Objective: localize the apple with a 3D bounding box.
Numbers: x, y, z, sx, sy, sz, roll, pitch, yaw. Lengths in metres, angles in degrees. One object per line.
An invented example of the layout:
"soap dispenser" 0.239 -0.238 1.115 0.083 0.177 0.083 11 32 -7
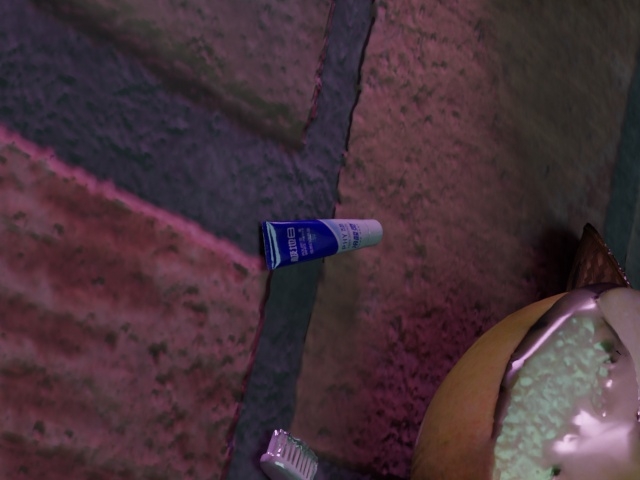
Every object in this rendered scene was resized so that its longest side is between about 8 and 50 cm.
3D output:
"apple" 0.138 0.131 0.867 0.188 0.174 0.207 -33 122 -25

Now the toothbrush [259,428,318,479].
"toothbrush" 0.036 0.175 0.856 0.257 0.018 0.024 52 46 -40

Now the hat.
"hat" 0.168 0.067 0.998 0.146 0.067 0.146 -24 90 -87

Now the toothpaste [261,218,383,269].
"toothpaste" 0.000 0.000 0.802 0.083 0.015 0.024 -6 89 -48
